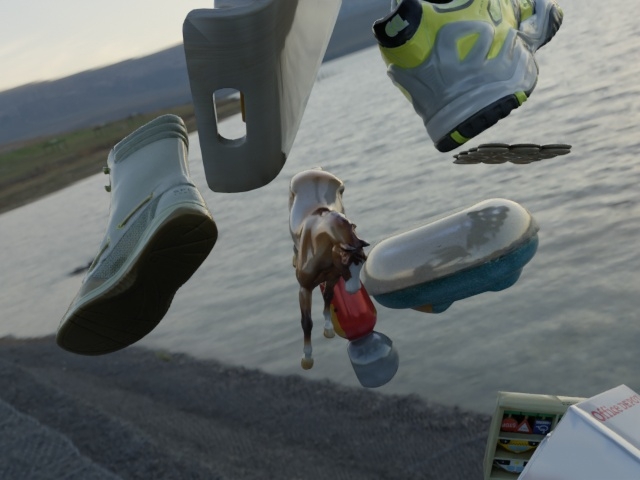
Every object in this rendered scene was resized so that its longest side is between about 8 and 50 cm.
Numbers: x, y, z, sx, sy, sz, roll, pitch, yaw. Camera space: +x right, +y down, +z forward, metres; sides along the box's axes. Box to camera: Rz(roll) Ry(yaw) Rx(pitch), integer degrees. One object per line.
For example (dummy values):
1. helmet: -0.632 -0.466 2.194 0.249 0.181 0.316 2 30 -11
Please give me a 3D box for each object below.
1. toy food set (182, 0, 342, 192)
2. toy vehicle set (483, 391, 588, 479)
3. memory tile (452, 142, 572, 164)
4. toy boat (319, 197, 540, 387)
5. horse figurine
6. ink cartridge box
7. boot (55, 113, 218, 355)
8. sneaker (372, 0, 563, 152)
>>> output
1. toy food set: -0.043 -0.216 0.668 0.092 0.219 0.306 14 62 5
2. toy vehicle set: 0.406 0.325 1.278 0.267 0.166 0.035 4 32 3
3. memory tile: 0.230 -0.105 0.982 0.113 0.012 0.148 0 0 -6
4. toy boat: 0.127 0.063 1.030 0.318 0.148 0.267 -26 4 -42
5. horse figurine: 0.000 0.000 0.813 0.066 0.174 0.263 1 35 -3
6. ink cartridge box: 0.362 0.322 0.866 0.270 0.197 0.198 39 21 31
7. boot: -0.185 -0.004 0.770 0.213 0.077 0.165 -45 43 25
8. sneaker: 0.159 -0.240 0.851 0.145 0.147 0.384 -33 16 28
